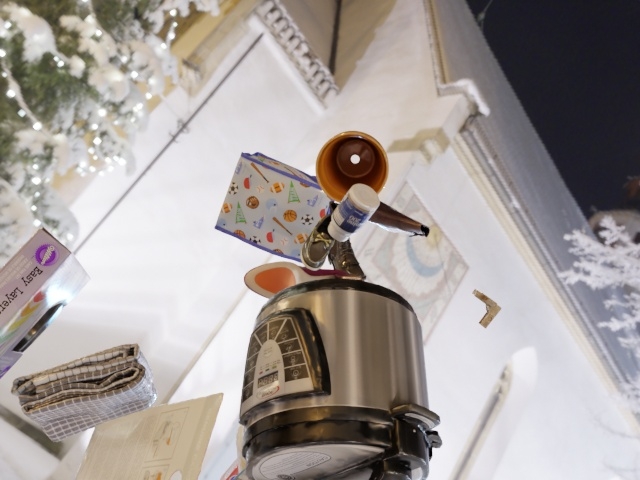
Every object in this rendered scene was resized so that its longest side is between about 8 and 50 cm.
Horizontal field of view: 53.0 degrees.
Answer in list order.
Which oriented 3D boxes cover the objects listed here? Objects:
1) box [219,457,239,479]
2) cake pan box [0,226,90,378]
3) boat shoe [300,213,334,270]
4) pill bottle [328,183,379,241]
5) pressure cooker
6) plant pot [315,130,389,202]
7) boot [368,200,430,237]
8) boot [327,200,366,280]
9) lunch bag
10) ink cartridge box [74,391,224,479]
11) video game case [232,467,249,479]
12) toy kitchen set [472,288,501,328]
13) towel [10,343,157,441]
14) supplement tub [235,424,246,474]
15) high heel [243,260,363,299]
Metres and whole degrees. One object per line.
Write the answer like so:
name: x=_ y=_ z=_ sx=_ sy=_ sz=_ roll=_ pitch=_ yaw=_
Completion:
box: x=-0.270 y=0.858 z=2.341 sx=0.122 sy=0.257 sz=0.128 roll=37 pitch=20 yaw=-3
cake pan box: x=-0.488 y=0.115 z=1.030 sx=0.070 sy=0.246 sz=0.267 roll=40 pitch=-19 yaw=-2
boat shoe: x=0.000 y=0.000 z=1.931 sx=0.081 sy=0.228 sz=0.068 roll=28 pitch=-53 yaw=-6
pill bottle: x=0.063 y=-0.053 z=1.300 sx=0.067 sy=0.067 sz=0.120 roll=35 pitch=-48 yaw=-2
pressure cooker: x=0.037 y=0.329 z=1.246 sx=0.375 sy=0.420 sz=0.370 roll=1 pitch=-37 yaw=0
plant pot: x=0.098 y=-0.223 z=1.865 sx=0.205 sy=0.205 sz=0.188 roll=36 pitch=17 yaw=-4
boot: x=0.218 y=-0.078 z=1.990 sx=0.207 sy=0.090 sz=0.248 roll=17 pitch=-4 yaw=29
boot: x=0.081 y=0.002 z=2.210 sx=0.263 sy=0.091 sz=0.229 roll=-134 pitch=-142 yaw=-53
lunch bag: x=-0.154 y=-0.123 z=2.454 sx=0.385 sy=0.328 sz=0.239 roll=23 pitch=15 yaw=10
ink cartridge box: x=-0.236 y=0.373 z=0.816 sx=0.091 sy=0.308 sz=0.385 roll=33 pitch=-37 yaw=-27
video game case: x=-0.124 y=0.533 z=1.376 sx=0.119 sy=0.166 sz=0.015 roll=43 pitch=-14 yaw=23
toy kitchen set: x=0.444 y=0.189 z=1.756 sx=0.083 sy=0.075 sz=0.068 roll=36 pitch=4 yaw=-5
towel: x=-0.531 y=0.353 z=1.481 sx=0.235 sy=0.284 sz=0.121 roll=101 pitch=-30 yaw=-64
supplement tub: x=-0.086 y=0.552 z=1.600 sx=0.241 sy=0.241 sz=0.331 roll=16 pitch=-63 yaw=37
high heel: x=-0.067 y=0.135 z=1.952 sx=0.377 sy=0.127 sz=0.181 roll=9 pitch=-8 yaw=-22
